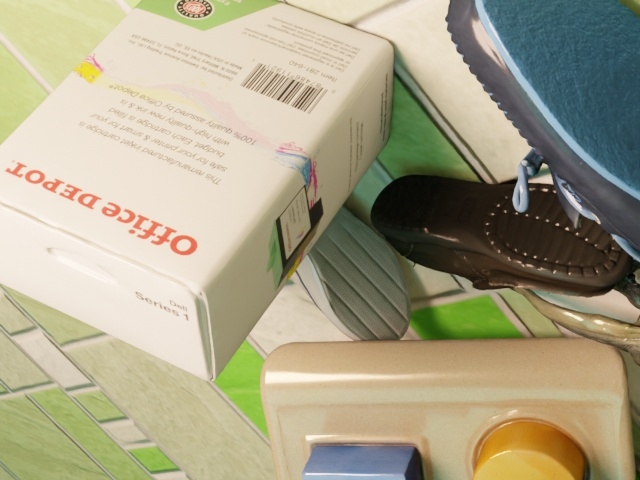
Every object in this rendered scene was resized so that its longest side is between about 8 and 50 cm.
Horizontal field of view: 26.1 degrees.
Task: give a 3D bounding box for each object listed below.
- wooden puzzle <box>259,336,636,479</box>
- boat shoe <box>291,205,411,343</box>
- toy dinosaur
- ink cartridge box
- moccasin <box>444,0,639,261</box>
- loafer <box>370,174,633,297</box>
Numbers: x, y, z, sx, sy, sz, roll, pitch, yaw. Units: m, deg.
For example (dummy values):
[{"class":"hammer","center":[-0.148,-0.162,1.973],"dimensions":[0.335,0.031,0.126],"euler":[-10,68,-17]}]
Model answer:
[{"class":"wooden puzzle","center":[0.115,0.260,1.217],"dimensions":[0.322,0.080,0.348],"euler":[-2,108,18]},{"class":"boat shoe","center":[0.000,0.000,1.225],"dimensions":[0.226,0.083,0.076],"euler":[56,165,-24]},{"class":"toy dinosaur","center":[0.266,0.070,1.084],"dimensions":[0.268,0.064,0.118],"euler":[25,152,20]},{"class":"ink cartridge box","center":[-0.096,-0.059,1.039],"dimensions":[0.201,0.278,0.117],"euler":[23,144,19]},{"class":"moccasin","center":[0.198,-0.044,0.932],"dimensions":[0.342,0.138,0.117],"euler":[45,149,-13]},{"class":"loafer","center":[0.147,0.001,1.095],"dimensions":[0.220,0.080,0.078],"euler":[16,152,34]}]
